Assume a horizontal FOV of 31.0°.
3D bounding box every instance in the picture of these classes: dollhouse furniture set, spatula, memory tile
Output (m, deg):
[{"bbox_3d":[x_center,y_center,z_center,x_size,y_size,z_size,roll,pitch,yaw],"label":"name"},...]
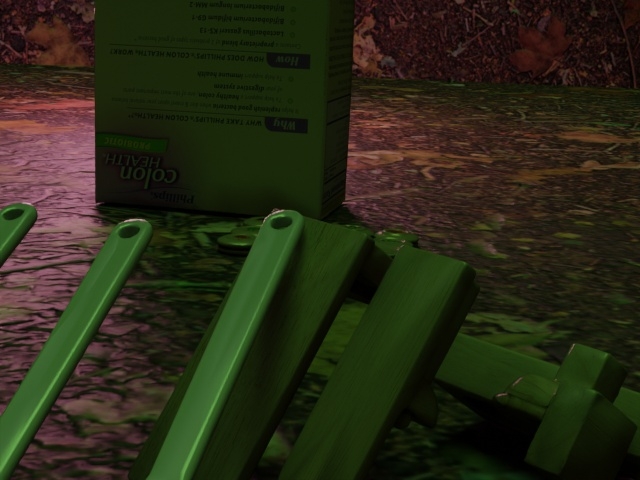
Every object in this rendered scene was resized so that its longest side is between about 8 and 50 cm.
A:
[{"bbox_3d":[0.043,0.088,0.460,0.144,0.123,0.151,16,-17,47],"label":"dollhouse furniture set"},{"bbox_3d":[-0.093,0.059,0.384,0.168,0.019,0.242,1,34,16],"label":"spatula"},{"bbox_3d":[0.000,0.000,0.902,0.148,0.012,0.113,6,12,12],"label":"memory tile"}]

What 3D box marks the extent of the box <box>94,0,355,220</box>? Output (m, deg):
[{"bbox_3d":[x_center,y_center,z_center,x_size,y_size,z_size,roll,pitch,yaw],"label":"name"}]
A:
[{"bbox_3d":[-0.085,-0.153,1.047,0.213,0.243,0.117,5,12,12],"label":"box"}]
